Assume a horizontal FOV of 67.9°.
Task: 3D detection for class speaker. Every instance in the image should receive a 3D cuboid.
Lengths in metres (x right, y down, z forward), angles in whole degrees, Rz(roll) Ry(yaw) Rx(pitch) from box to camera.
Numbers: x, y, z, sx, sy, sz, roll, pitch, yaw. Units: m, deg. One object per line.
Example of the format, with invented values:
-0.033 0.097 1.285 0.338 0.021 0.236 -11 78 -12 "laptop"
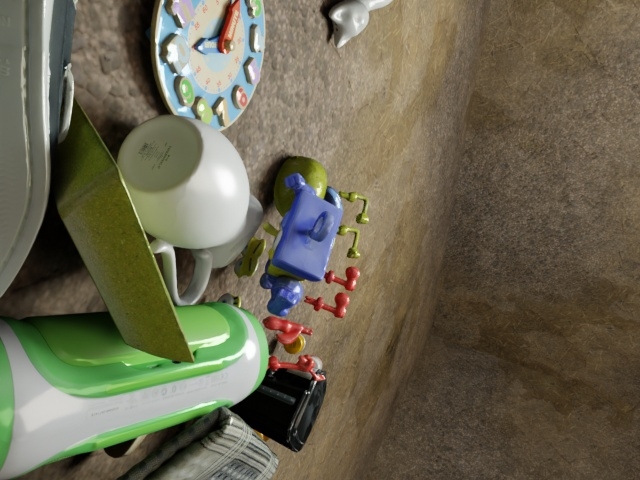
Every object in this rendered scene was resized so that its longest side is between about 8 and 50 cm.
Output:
-0.185 0.127 0.459 0.296 0.131 0.131 6 100 -55 "speaker"

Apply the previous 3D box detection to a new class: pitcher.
-0.144 -0.022 0.522 0.207 0.125 0.178 74 35 -69 "pitcher"

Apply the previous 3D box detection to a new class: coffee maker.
-0.098 0.255 0.740 0.171 0.178 0.120 -70 156 -9 "coffee maker"

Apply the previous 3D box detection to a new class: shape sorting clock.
-0.117 -0.225 0.547 0.206 0.040 0.206 -47 146 -47 "shape sorting clock"

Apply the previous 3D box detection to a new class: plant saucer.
-0.180 -0.004 0.403 0.045 0.188 0.188 -24 130 -21 "plant saucer"

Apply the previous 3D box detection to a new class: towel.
-0.194 0.336 0.533 0.324 0.056 0.312 -35 152 -17 "towel"

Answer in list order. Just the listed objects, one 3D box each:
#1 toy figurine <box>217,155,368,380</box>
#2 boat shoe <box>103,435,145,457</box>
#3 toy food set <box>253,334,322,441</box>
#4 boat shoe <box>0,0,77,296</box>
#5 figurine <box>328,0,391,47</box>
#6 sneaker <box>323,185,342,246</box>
0.000 0.000 0.667 0.217 0.191 0.363 -49 -161 62 "toy figurine"
-0.204 0.189 0.598 0.170 0.062 0.059 -65 150 -22 "boat shoe"
-0.061 0.305 0.960 0.104 0.111 0.233 51 57 -78 "toy food set"
-0.221 -0.092 0.316 0.303 0.114 0.091 -66 -161 15 "boat shoe"
0.068 -0.457 0.783 0.209 0.092 0.215 -53 152 -24 "figurine"
0.007 -0.036 0.951 0.059 0.053 0.144 -29 130 -57 "sneaker"
